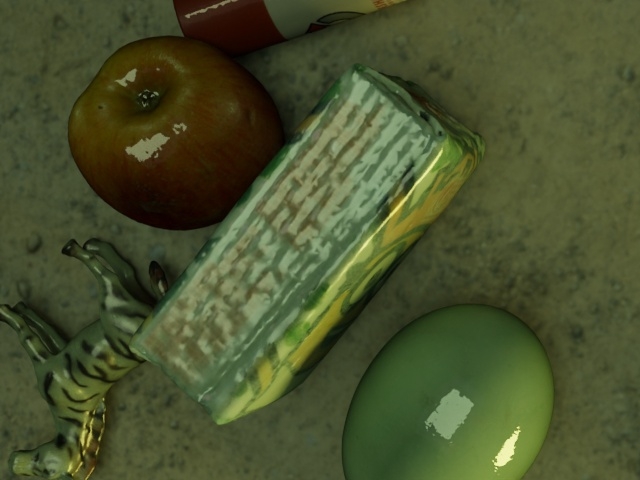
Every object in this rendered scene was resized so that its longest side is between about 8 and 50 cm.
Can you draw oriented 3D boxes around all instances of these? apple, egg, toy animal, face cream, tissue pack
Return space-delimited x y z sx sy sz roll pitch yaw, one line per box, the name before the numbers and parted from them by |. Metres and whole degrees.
apple | -0.136 -0.090 1.081 0.195 0.173 0.160 2 71 16
egg | 0.111 0.162 1.031 0.168 0.168 0.231 35 107 10
toy animal | -0.256 0.114 1.174 0.170 0.090 0.255 32 104 6
face cream | -0.022 -0.239 1.070 0.214 0.096 0.096 -16 90 16
tissue pack | 0.000 0.000 1.018 0.128 0.228 0.311 40 102 9
